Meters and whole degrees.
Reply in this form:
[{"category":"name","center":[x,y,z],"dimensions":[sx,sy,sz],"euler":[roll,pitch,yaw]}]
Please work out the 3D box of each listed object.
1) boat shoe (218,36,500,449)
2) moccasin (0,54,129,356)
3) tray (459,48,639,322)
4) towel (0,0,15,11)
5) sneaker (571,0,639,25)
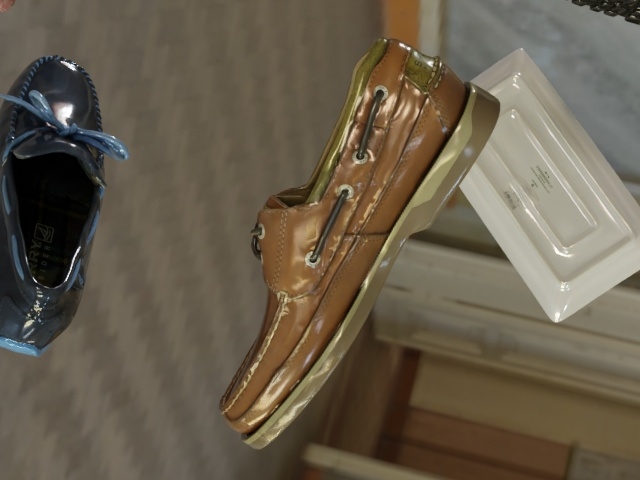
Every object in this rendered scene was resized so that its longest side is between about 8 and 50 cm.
[{"category":"boat shoe","center":[0.000,0.000,1.012],"dimensions":[0.307,0.104,0.111],"euler":[-58,-169,7]},{"category":"moccasin","center":[-0.247,-0.052,1.372],"dimensions":[0.117,0.138,0.342],"euler":[-49,-143,45]},{"category":"tray","center":[0.230,-0.063,1.497],"dimensions":[0.145,0.270,0.030],"euler":[-34,168,1]},{"category":"towel","center":[-0.360,-0.392,1.351],"dimensions":[0.329,0.037,0.237],"euler":[59,27,-71]},{"category":"sneaker","center":[0.267,-0.227,1.058],"dimensions":[0.107,0.283,0.124],"euler":[-7,-109,56]}]
